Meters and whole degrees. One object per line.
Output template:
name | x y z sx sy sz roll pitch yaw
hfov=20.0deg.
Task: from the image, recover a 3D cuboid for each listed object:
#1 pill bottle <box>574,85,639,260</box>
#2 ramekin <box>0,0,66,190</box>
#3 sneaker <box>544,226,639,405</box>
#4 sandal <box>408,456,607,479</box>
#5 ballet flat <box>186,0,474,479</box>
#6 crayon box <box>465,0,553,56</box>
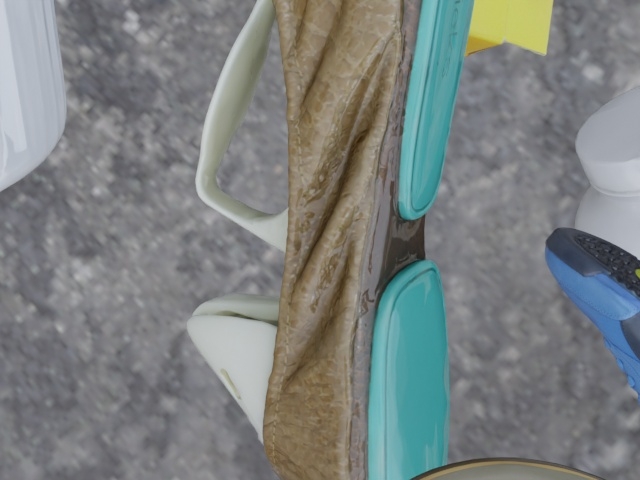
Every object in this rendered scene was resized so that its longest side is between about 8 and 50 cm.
pill bottle | 0.315 0.036 1.430 0.181 0.181 0.323 -34 115 -14
ramekin | -0.257 -0.089 0.889 0.277 0.277 0.135 -20 113 -24
sneaker | 0.201 0.079 1.042 0.082 0.209 0.069 -53 172 23
sandal | 0.089 0.113 0.523 0.049 0.180 0.072 -25 129 -66
ballet flat | 0.000 0.000 0.842 0.116 0.124 0.342 -25 119 -66
crayon box | 0.085 -0.307 1.789 0.319 0.081 0.202 14 79 -23
